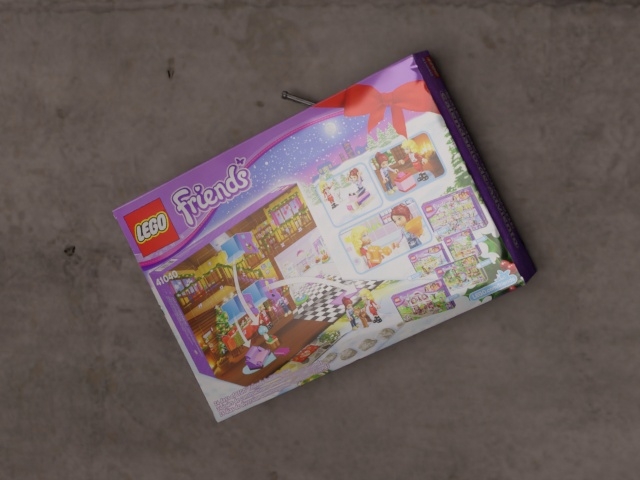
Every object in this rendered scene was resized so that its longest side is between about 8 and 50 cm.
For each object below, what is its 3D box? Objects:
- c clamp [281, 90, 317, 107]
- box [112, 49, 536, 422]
[{"bbox_3d":[0.019,-0.032,1.244,0.137,0.022,0.160,15,103,16],"label":"c clamp"},{"bbox_3d":[0.000,0.000,1.212,0.293,0.057,0.201,-25,92,20],"label":"box"}]
